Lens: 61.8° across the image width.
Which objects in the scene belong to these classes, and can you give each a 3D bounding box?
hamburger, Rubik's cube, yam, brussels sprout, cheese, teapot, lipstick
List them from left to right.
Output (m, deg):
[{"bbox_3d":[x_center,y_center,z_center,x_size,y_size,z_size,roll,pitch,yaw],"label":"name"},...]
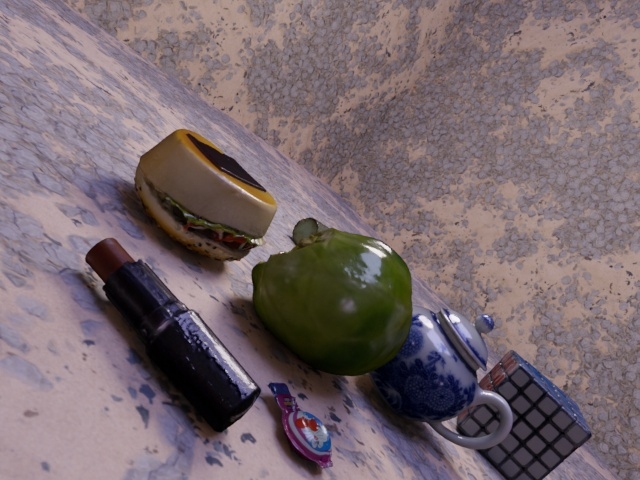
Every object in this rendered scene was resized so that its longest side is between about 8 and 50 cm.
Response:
[{"bbox_3d":[-0.195,0.109,0.679,0.300,0.081,0.081,45,11,14],"label":"lipstick"},{"bbox_3d":[-0.232,-0.084,1.077,0.300,0.176,0.300,39,11,-9],"label":"hamburger"},{"bbox_3d":[-0.029,0.263,0.767,0.145,0.038,0.095,49,13,33],"label":"cheese"},{"bbox_3d":[0.000,0.000,1.791,0.194,0.107,0.107,30,15,-52],"label":"yam"},{"bbox_3d":[0.031,0.102,1.017,0.344,0.268,0.344,34,7,-4],"label":"brussels sprout"},{"bbox_3d":[0.250,0.246,1.145,0.424,0.280,0.252,56,11,12],"label":"teapot"},{"bbox_3d":[0.525,0.464,1.408,0.237,0.238,0.237,43,11,14],"label":"Rubik's cube"}]
